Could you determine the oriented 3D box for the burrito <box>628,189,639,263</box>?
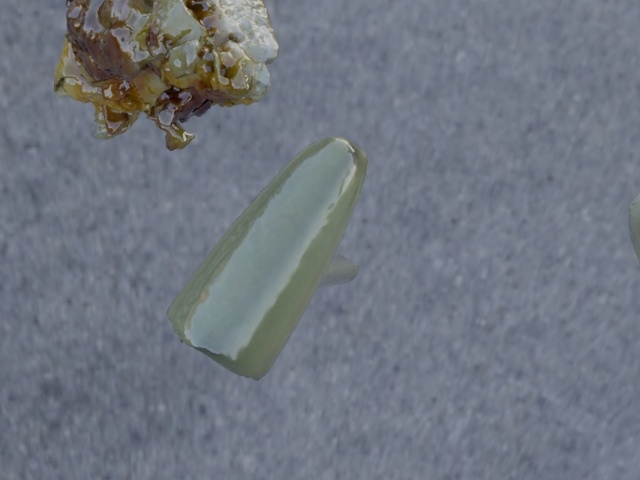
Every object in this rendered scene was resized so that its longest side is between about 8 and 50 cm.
[{"bbox_3d":[0.159,-0.023,0.525,0.059,0.275,0.082,24,89,-3],"label":"burrito"}]

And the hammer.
[{"bbox_3d":[0.000,0.000,0.458,0.028,0.195,0.060,34,94,5],"label":"hammer"}]

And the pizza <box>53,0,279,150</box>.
[{"bbox_3d":[-0.084,-0.110,0.820,0.069,0.154,0.194,20,11,-32],"label":"pizza"}]
